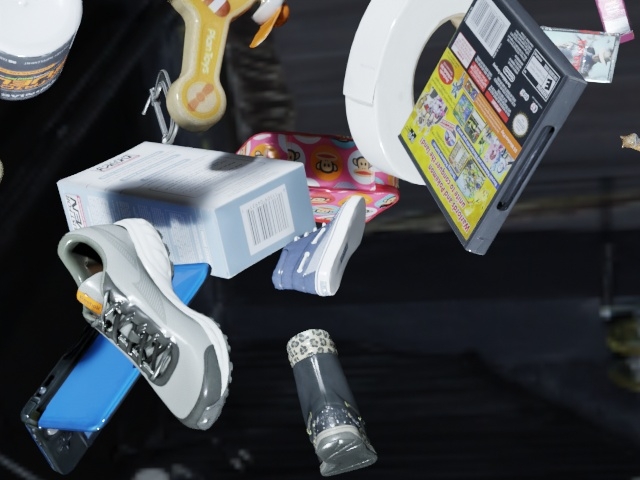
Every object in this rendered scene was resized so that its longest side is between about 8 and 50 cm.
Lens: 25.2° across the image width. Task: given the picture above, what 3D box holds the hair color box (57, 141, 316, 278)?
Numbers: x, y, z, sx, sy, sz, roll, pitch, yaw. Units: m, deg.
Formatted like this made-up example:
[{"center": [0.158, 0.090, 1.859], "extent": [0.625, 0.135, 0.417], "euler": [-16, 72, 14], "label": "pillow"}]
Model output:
[{"center": [-0.207, -0.053, 2.167], "extent": [0.185, 0.374, 0.113], "euler": [-29, -62, -38], "label": "hair color box"}]

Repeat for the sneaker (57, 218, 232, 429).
[{"center": [-0.180, 0.086, 1.437], "extent": [0.108, 0.100, 0.271], "euler": [0, -138, -43], "label": "sneaker"}]

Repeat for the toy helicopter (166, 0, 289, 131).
[{"center": [-0.145, -0.320, 2.056], "extent": [0.235, 0.140, 0.355], "euler": [16, -109, -28], "label": "toy helicopter"}]

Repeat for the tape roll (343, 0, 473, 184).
[{"center": [0.194, -0.284, 2.394], "extent": [0.392, 0.072, 0.392], "euler": [-24, -56, -40], "label": "tape roll"}]

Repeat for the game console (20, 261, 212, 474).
[{"center": [-0.264, 0.186, 2.017], "extent": [0.293, 0.173, 0.250], "euler": [-56, -28, -28], "label": "game console"}]

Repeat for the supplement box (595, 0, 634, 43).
[{"center": [0.467, -0.359, 2.278], "extent": [0.055, 0.043, 0.083], "euler": [16, -121, -75], "label": "supplement box"}]

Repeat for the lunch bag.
[{"center": [-0.023, -0.106, 2.613], "extent": [0.258, 0.293, 0.120], "euler": [147, 126, -64], "label": "lunch bag"}]

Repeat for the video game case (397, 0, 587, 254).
[{"center": [0.204, -0.158, 1.772], "extent": [0.248, 0.035, 0.275], "euler": [-61, 30, 25], "label": "video game case"}]

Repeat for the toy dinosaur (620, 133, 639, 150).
[{"center": [0.516, -0.113, 2.124], "extent": [0.211, 0.112, 0.064], "euler": [43, -140, -38], "label": "toy dinosaur"}]

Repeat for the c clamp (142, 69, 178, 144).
[{"center": [-0.286, -0.236, 2.616], "extent": [0.160, 0.022, 0.137], "euler": [-114, 34, -41], "label": "c clamp"}]

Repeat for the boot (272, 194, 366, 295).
[{"center": [0.000, 0.000, 1.986], "extent": [0.190, 0.086, 0.069], "euler": [-62, -29, -47], "label": "boot"}]

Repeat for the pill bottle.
[{"center": [-0.359, -0.243, 1.694], "extent": [0.246, 0.130, 0.130], "euler": [148, 123, -71], "label": "pill bottle"}]

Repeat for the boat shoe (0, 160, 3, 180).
[{"center": [-0.463, -0.078, 1.770], "extent": [0.098, 0.109, 0.302], "euler": [52, -176, -27], "label": "boat shoe"}]

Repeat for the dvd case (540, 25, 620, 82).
[{"center": [0.387, -0.281, 2.168], "extent": [0.013, 0.119, 0.087], "euler": [-82, -3, -48], "label": "dvd case"}]

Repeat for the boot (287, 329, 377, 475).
[{"center": [0.015, 0.238, 2.070], "extent": [0.236, 0.085, 0.178], "euler": [74, 179, -69], "label": "boot"}]
